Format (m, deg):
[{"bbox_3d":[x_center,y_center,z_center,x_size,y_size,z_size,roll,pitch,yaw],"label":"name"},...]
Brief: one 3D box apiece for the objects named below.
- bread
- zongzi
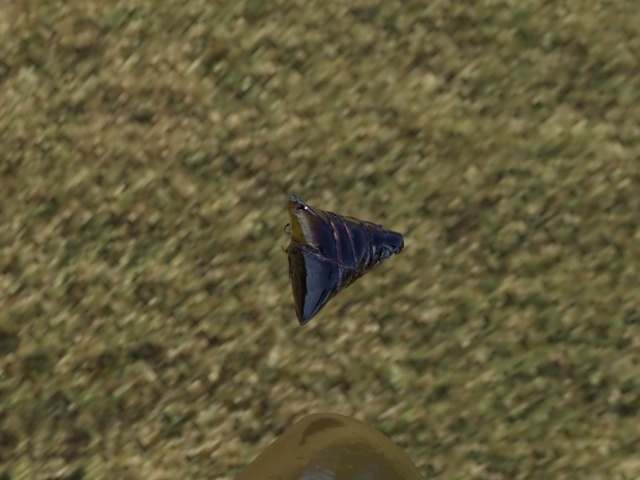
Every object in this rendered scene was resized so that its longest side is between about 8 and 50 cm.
[{"bbox_3d":[-0.004,0.185,1.062,0.147,0.098,0.217,63,35,-13],"label":"bread"},{"bbox_3d":[0.000,0.000,1.196,0.083,0.067,0.073,-45,125,-52],"label":"zongzi"}]
